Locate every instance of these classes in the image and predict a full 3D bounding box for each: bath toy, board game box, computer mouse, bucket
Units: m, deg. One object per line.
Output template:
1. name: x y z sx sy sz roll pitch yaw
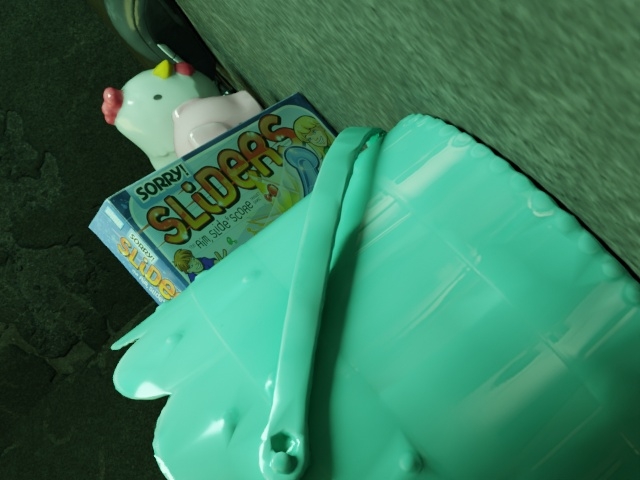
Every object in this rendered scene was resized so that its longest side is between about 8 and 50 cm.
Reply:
1. bath toy: -0.081 -0.061 0.902 0.129 0.151 0.348 17 -159 -44
2. board game box: -0.035 -0.010 0.697 0.136 0.201 0.035 47 134 5
3. computer mouse: -0.139 -0.180 1.078 0.184 0.060 0.262 48 178 26
4. bucket: 0.054 0.085 0.500 0.281 0.183 0.281 48 177 4
